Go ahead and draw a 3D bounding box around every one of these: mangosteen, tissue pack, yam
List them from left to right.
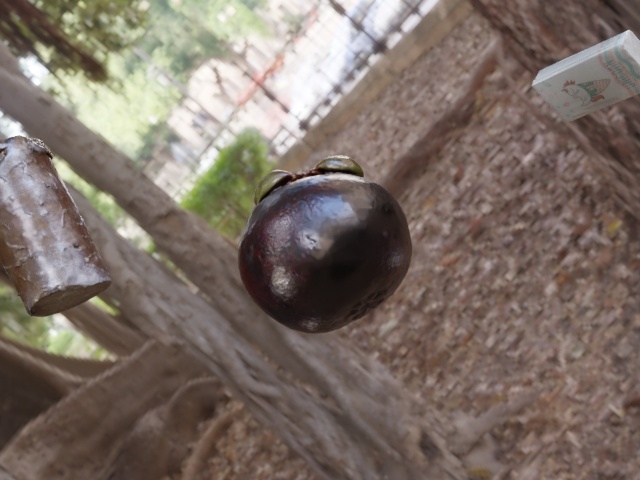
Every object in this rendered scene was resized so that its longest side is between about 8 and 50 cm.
[{"bbox_3d":[-0.230,-0.012,0.821,0.079,0.141,0.079,-28,-7,-4],"label":"yam"},{"bbox_3d":[0.000,0.000,0.869,0.152,0.152,0.152,-48,8,9],"label":"mangosteen"},{"bbox_3d":[0.245,-0.144,0.910,0.108,0.056,0.023,-22,31,55],"label":"tissue pack"}]
